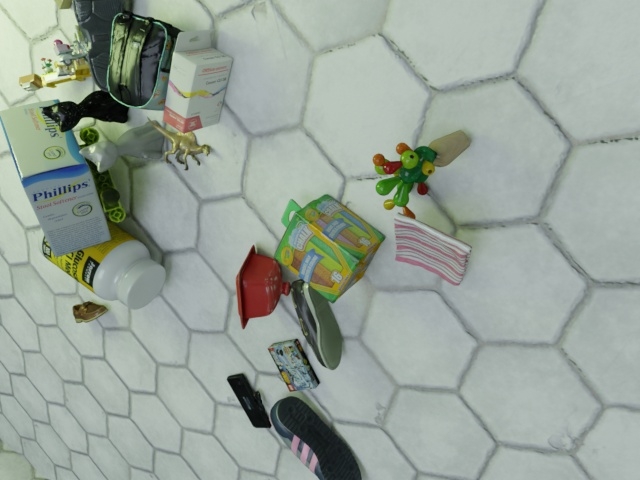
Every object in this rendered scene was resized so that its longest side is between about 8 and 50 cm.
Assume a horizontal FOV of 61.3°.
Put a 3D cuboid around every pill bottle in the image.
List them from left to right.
[{"bbox_3d":[-0.607,0.049,1.517,0.334,0.188,0.188,30,126,18],"label":"pill bottle"}]

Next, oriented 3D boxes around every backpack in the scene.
[{"bbox_3d":[-0.372,-0.377,1.176,0.166,0.144,0.188,22,100,21],"label":"backpack"}]

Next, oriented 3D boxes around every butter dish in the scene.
[{"bbox_3d":[-0.129,0.111,1.282,0.118,0.160,0.159,3,117,7],"label":"butter dish"}]

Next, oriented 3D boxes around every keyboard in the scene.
[{"bbox_3d":[-0.197,0.465,1.563,0.108,0.023,0.180,-20,102,44],"label":"keyboard"}]

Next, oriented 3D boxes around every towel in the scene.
[{"bbox_3d":[0.203,0.022,1.005,0.144,0.029,0.197,25,164,18],"label":"towel"}]

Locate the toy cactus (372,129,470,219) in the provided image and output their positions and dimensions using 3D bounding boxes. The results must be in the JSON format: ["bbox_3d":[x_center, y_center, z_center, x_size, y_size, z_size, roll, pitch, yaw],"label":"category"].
[{"bbox_3d":[0.181,-0.126,0.944,0.180,0.219,0.112,-32,69,2],"label":"toy cactus"}]

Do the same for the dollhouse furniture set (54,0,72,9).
[{"bbox_3d":[-0.659,-0.665,1.255,0.182,0.101,0.161,50,129,2],"label":"dollhouse furniture set"}]

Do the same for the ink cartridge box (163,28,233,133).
[{"bbox_3d":[-0.257,-0.337,1.145,0.067,0.115,0.198,34,127,16],"label":"ink cartridge box"}]

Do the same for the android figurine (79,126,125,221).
[{"bbox_3d":[-0.572,-0.170,1.405,0.273,0.056,0.248,21,129,62],"label":"android figurine"}]

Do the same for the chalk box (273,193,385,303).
[{"bbox_3d":[0.000,0.000,1.134,0.213,0.132,0.132,36,127,13],"label":"chalk box"}]

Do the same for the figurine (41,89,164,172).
[{"bbox_3d":[-0.509,-0.262,1.287,0.215,0.209,0.092,46,129,5],"label":"figurine"}]

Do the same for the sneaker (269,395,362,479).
[{"bbox_3d":[-0.017,0.556,1.453,0.319,0.112,0.131,52,146,4],"label":"sneaker"}]

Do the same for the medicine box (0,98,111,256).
[{"bbox_3d":[-0.667,-0.156,1.368,0.263,0.149,0.289,54,154,30],"label":"medicine box"}]

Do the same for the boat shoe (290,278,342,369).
[{"bbox_3d":[-0.010,0.197,1.275,0.069,0.081,0.227,-8,101,38],"label":"boat shoe"}]

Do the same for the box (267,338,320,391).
[{"bbox_3d":[-0.070,0.326,1.407,0.094,0.027,0.137,-19,101,36],"label":"box"}]

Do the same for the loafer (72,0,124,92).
[{"bbox_3d":[-0.498,-0.500,1.238,0.109,0.095,0.302,-3,118,-14],"label":"loafer"}]

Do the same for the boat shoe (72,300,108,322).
[{"bbox_3d":[-0.775,0.234,1.799,0.178,0.064,0.060,-12,107,39],"label":"boat shoe"}]

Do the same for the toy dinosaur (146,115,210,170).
[{"bbox_3d":[-0.341,-0.229,1.307,0.183,0.053,0.092,27,109,11],"label":"toy dinosaur"}]

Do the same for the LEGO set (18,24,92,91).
[{"bbox_3d":[-0.649,-0.456,1.347,0.287,0.132,0.107,-4,101,43],"label":"LEGO set"}]
